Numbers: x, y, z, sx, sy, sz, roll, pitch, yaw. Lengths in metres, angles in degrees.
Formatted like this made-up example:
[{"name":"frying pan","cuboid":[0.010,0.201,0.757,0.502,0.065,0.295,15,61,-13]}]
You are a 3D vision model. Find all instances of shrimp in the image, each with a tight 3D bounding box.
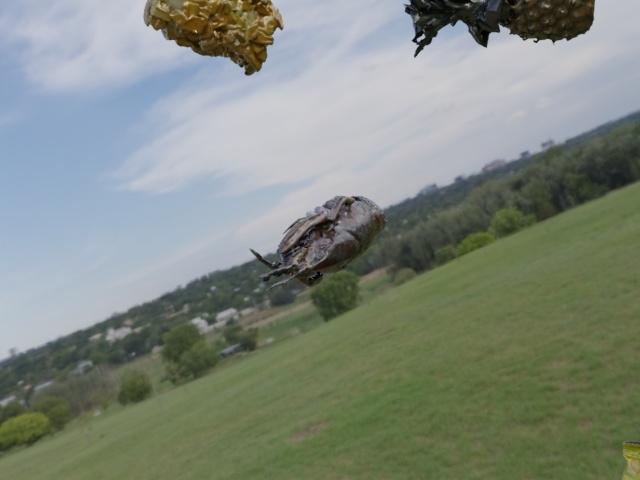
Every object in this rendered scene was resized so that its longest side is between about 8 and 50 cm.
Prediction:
[{"name":"shrimp","cuboid":[0.001,0.001,0.614,0.073,0.075,0.190,-1,26,36]}]

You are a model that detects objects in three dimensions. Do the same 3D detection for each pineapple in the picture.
[{"name":"pineapple","cuboid":[0.236,-0.318,0.889,0.251,0.125,0.125,-6,-3,4]}]

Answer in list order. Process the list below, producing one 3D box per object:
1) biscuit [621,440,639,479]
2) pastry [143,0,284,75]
[{"name":"biscuit","cuboid":[0.291,0.316,0.633,0.048,0.026,0.292,-4,35,37]},{"name":"pastry","cuboid":[-0.174,-0.372,1.069,0.102,0.154,0.250,10,-2,42]}]
